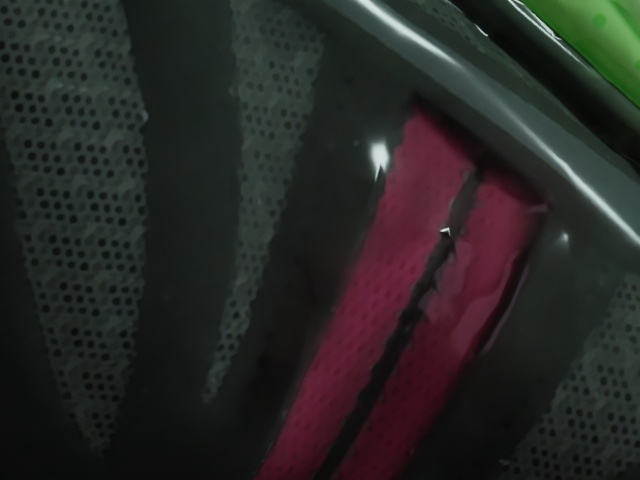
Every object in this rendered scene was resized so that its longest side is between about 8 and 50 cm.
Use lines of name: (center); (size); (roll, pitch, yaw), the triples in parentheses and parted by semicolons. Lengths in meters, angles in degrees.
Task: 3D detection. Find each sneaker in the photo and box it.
sneaker: (0.000, 0.000, 0.427); (0.202, 0.185, 0.483); (-37, 100, 3)
